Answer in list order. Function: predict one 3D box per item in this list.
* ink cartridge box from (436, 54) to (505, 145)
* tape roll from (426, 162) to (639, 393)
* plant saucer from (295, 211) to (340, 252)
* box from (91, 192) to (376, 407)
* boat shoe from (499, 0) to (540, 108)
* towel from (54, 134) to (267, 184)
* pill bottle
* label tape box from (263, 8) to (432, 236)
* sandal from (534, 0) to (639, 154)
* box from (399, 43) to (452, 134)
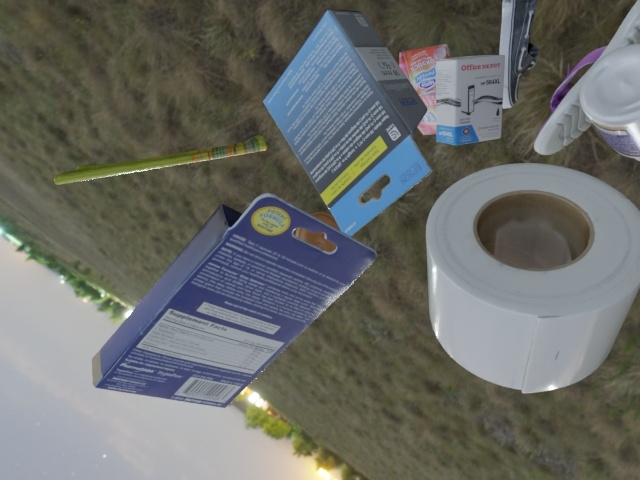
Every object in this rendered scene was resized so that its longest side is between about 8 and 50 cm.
[{"bbox_3d":[0.373,-0.353,1.253,0.086,0.148,0.203,-141,42,-61],"label":"ink cartridge box"},{"bbox_3d":[0.260,0.041,0.638,0.246,0.246,0.169,24,146,31],"label":"tape roll"},{"bbox_3d":[0.000,0.000,0.715,0.013,0.084,0.083,-2,139,47],"label":"plant saucer"},{"bbox_3d":[-0.071,0.056,0.424,0.136,0.225,0.037,27,-154,-41],"label":"box"},{"bbox_3d":[0.544,-0.504,1.365,0.102,0.108,0.302,5,129,22],"label":"boat shoe"},{"bbox_3d":[-0.182,-0.099,0.602,0.102,0.237,0.021,-139,38,-76],"label":"towel"},{"bbox_3d":[0.450,-0.179,0.701,0.186,0.112,0.112,20,176,-44],"label":"pill bottle"},{"bbox_3d":[0.062,-0.208,0.929,0.240,0.105,0.334,-40,76,44],"label":"label tape box"},{"bbox_3d":[0.613,-0.374,1.130,0.102,0.416,0.169,45,-168,37],"label":"sandal"},{"bbox_3d":[0.348,-0.449,1.537,0.142,0.154,0.300,-1,171,26],"label":"box"}]
